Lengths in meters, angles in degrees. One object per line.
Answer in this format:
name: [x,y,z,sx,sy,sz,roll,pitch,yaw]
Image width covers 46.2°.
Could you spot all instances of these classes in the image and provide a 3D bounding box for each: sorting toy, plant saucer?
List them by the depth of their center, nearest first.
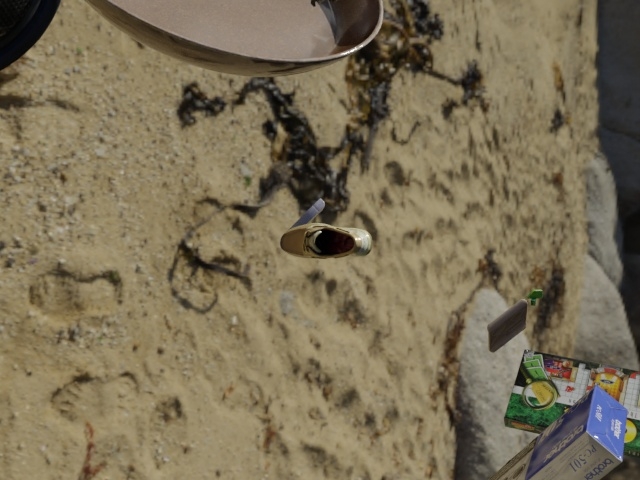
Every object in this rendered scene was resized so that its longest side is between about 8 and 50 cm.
plant saucer: [-0.094,-0.242,0.673,0.310,0.311,0.050,-57,177,-46]
sorting toy: [0.223,0.089,0.862,0.083,0.012,0.062,-36,144,-9]

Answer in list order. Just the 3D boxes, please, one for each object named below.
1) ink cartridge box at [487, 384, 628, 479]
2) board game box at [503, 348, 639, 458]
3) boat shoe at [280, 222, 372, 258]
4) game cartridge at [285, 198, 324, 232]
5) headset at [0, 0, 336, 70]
ink cartridge box: [0.231,0.250,0.787,0.207,0.046,0.097,-54,171,30]
board game box: [0.419,0.246,1.119,0.136,0.260,0.030,-63,148,-34]
boat shoe: [0.000,0.000,0.997,0.045,0.135,0.050,3,85,-61]
game cartridge: [-0.025,-0.032,1.196,0.083,0.017,0.056,-45,175,-2]
headset: [-0.181,-0.171,0.413,0.185,0.394,0.243,68,15,-46]
